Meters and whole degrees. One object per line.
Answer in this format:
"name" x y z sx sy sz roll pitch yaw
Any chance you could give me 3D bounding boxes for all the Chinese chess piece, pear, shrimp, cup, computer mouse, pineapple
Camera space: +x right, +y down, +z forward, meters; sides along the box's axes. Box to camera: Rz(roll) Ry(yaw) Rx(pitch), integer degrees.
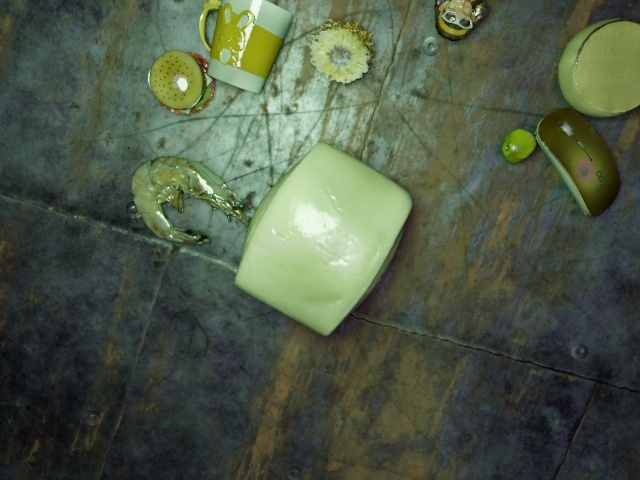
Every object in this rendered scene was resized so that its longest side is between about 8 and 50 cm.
"Chinese chess piece" 0.753 -0.447 1.390 0.249 0.103 0.250 0 101 -1
"pear" 0.529 -0.255 1.431 0.092 0.097 0.092 7 103 33
"shrimp" -0.359 -0.095 1.476 0.360 0.085 0.247 22 108 0
"cup" -0.210 -0.515 1.357 0.241 0.185 0.226 24 105 15
"computer mouse" 0.698 -0.212 1.431 0.158 0.072 0.310 -38 98 -17
"pineapple" 0.065 -0.507 1.375 0.175 0.137 0.162 6 139 11

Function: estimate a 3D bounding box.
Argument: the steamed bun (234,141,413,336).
"steamed bun" 0.000 0.000 1.377 0.371 0.290 0.456 29 99 -4

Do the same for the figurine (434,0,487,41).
"figurine" 0.367 -0.630 1.354 0.174 0.116 0.240 19 94 -5

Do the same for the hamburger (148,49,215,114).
"hamburger" -0.368 -0.412 1.385 0.175 0.137 0.176 1 101 3
